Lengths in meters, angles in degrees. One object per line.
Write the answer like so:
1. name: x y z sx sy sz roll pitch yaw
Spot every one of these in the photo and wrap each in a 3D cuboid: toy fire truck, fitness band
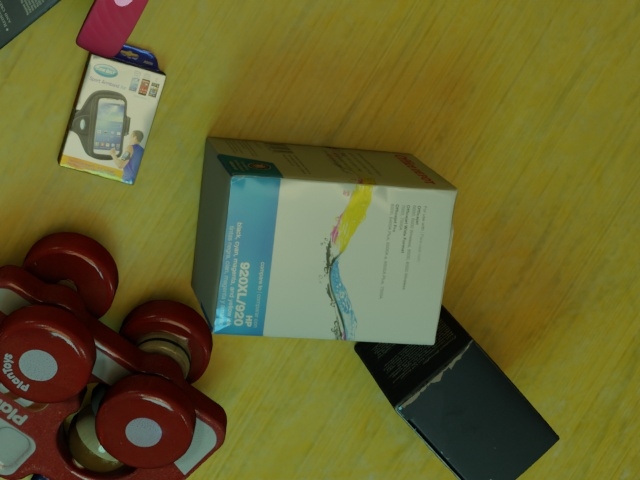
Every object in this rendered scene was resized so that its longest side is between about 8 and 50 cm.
1. toy fire truck: -0.262 0.159 1.779 0.302 0.169 0.254 37 118 -18
2. fitness band: -0.165 -0.313 1.628 0.054 0.209 0.291 21 99 -16

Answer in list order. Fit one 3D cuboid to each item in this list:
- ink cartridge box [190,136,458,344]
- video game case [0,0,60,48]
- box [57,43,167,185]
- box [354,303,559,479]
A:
1. ink cartridge box: 0.000 0.000 1.771 0.233 0.171 0.168 4 104 -13
2. video game case: -0.365 -0.237 1.605 0.274 0.026 0.196 -45 132 -28
3. box: -0.210 -0.131 1.765 0.081 0.028 0.136 15 103 -16
4. box: 0.139 0.159 1.826 0.108 0.207 0.153 -41 109 1
